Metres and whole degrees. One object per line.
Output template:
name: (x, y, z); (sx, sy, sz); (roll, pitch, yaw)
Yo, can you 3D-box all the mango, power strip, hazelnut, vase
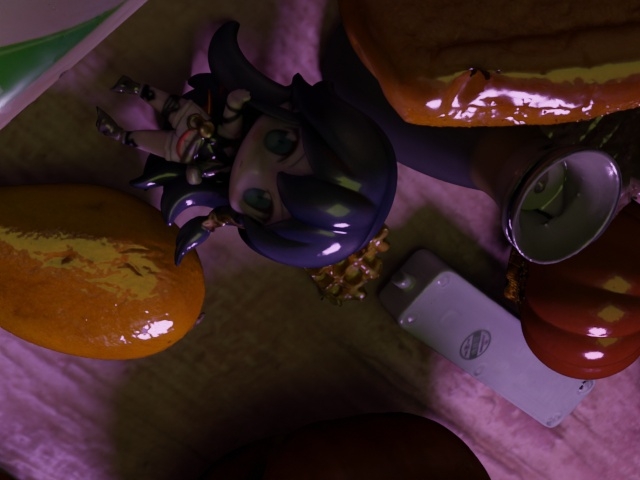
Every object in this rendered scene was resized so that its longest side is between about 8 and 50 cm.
mango: (-0.236, 0.026, 1.465); (0.317, 0.119, 0.176); (18, 118, -33)
power strip: (0.199, 0.117, 1.831); (0.091, 0.062, 0.385); (-49, 133, 7)
hazelnut: (0.031, 0.368, 1.736); (0.409, 0.359, 0.359); (-12, 127, -35)
vase: (0.144, -0.111, 1.461); (0.173, 0.321, 0.173); (-16, 127, -22)

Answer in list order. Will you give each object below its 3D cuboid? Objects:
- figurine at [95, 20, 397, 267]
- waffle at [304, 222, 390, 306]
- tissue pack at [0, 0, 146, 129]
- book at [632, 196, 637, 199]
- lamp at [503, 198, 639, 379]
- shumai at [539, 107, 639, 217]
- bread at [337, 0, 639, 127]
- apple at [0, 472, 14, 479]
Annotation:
figurine: (-0.056, -0.080, 1.432); (0.197, 0.265, 0.175); (-31, 153, -47)
waffle: (0.000, 0.000, 1.639); (0.161, 0.046, 0.192); (-17, 129, -23)
tissue pack: (-0.254, -0.301, 1.166); (0.405, 0.205, 0.332); (-42, 129, 0)
book: (0.294, -0.161, 1.721); (0.283, 0.025, 0.214); (7, 115, -33)
lamp: (0.311, 0.050, 1.758); (0.197, 0.223, 0.223); (12, 123, 11)
shumai: (0.341, -0.152, 1.655); (0.346, 0.217, 0.283); (-59, 159, 2)
bread: (0.175, -0.241, 1.366); (0.337, 0.328, 0.148); (-9, 156, -4)
apple: (-0.410, 0.421, 1.636); (0.329, 0.295, 0.365); (-17, 140, 30)
